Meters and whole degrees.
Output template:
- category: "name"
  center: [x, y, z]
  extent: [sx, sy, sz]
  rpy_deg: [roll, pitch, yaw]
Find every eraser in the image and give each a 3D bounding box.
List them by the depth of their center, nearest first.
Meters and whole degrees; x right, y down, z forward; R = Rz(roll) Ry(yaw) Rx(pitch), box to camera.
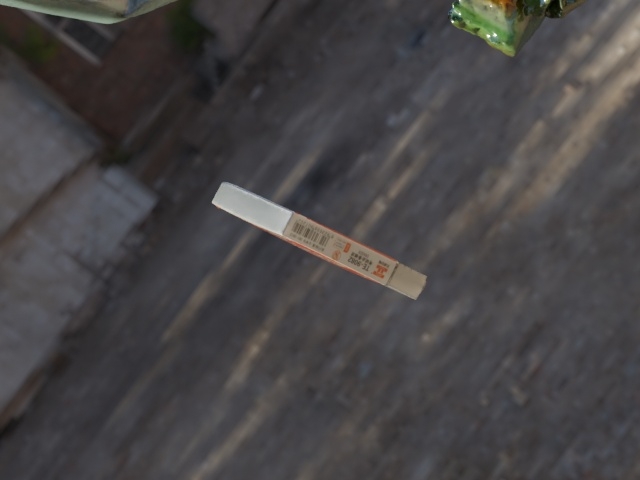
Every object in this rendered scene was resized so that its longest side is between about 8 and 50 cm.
- category: "eraser"
  center: [0.000, 0.000, 2.214]
  extent: [0.157, 0.230, 0.038]
  rpy_deg: [24, 88, 52]

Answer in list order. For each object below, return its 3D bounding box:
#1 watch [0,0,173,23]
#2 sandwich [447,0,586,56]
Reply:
- category: "watch"
  center: [-0.166, -0.268, 1.196]
  extent: [0.162, 0.241, 0.253]
  rpy_deg: [-128, 42, -66]
- category: "sandwich"
  center: [0.235, -0.341, 1.702]
  extent: [0.250, 0.162, 0.301]
  rpy_deg: [-52, -29, -44]
